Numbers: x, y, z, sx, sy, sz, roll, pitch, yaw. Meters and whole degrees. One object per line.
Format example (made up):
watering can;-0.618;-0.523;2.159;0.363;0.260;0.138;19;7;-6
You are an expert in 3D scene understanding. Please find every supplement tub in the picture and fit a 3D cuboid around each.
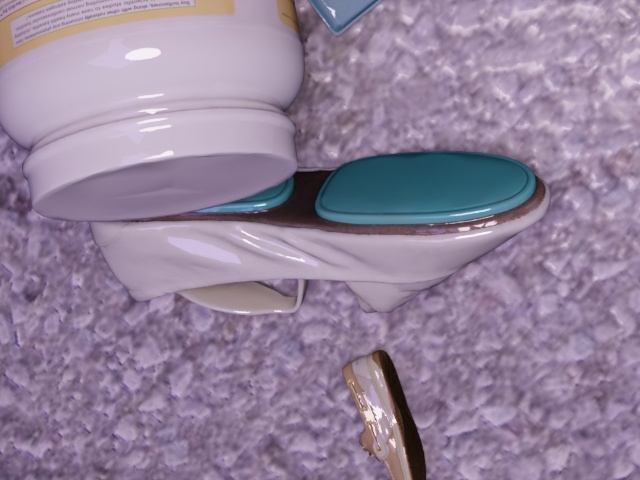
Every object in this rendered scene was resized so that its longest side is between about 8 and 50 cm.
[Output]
supplement tub;-0.143;-0.198;1.265;0.241;0.241;0.331;-12;80;16

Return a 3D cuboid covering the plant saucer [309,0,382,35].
plant saucer;0.068;-0.251;1.357;0.192;0.018;0.067;-36;91;17

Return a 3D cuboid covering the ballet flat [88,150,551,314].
ballet flat;0.000;0.000;1.381;0.400;0.139;0.139;0;101;18

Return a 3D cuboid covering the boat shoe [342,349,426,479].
boat shoe;0.055;0.164;1.431;0.045;0.050;0.135;-17;86;20
